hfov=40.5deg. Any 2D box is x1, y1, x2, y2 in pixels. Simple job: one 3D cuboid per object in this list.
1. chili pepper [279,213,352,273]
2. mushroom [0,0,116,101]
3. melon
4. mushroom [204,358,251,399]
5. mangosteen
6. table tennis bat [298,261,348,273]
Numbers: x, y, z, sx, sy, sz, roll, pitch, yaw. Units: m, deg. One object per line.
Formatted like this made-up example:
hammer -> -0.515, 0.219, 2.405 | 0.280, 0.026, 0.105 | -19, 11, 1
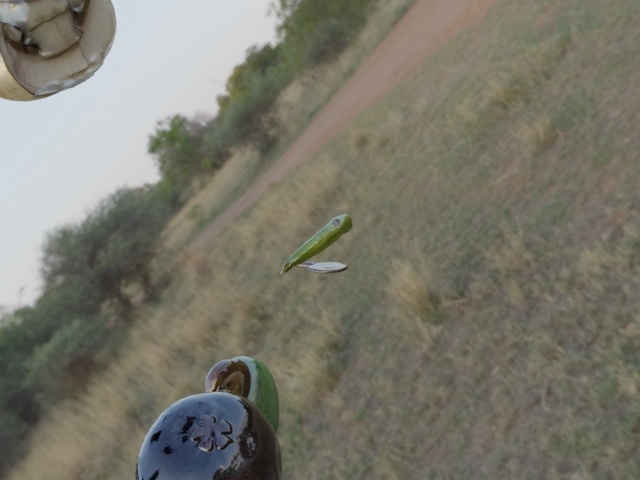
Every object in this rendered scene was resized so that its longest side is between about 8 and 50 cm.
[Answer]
chili pepper -> 0.000, 0.000, 1.693 | 0.049, 0.043, 0.208 | 4, 31, 47
mushroom -> -0.470, -0.332, 1.376 | 0.188, 0.195, 0.254 | -3, 34, 33
melon -> -0.192, 0.434, 2.202 | 0.182, 0.182, 0.288 | -40, 45, 41
mushroom -> -0.197, 0.319, 1.891 | 0.087, 0.127, 0.127 | 23, 66, 40
mangosteen -> -0.195, 0.425, 1.546 | 0.302, 0.274, 0.275 | 92, -157, -45
table tennis bat -> -0.001, 0.121, 2.424 | 0.169, 0.119, 0.107 | 7, 13, 38
